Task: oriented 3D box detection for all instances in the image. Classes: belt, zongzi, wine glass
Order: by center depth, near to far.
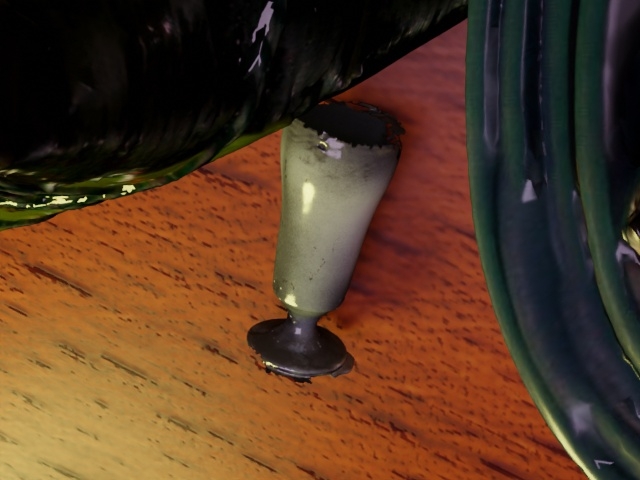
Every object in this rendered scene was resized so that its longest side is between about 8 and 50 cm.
[{"bbox_3d":[0.216,-0.095,0.391,0.300,0.173,0.436,13,104,44],"label":"belt"},{"bbox_3d":[-0.071,-0.138,0.548,0.383,0.362,0.319,24,125,52],"label":"zongzi"},{"bbox_3d":[0.000,0.000,0.623,0.072,0.072,0.155,17,114,12],"label":"wine glass"}]
